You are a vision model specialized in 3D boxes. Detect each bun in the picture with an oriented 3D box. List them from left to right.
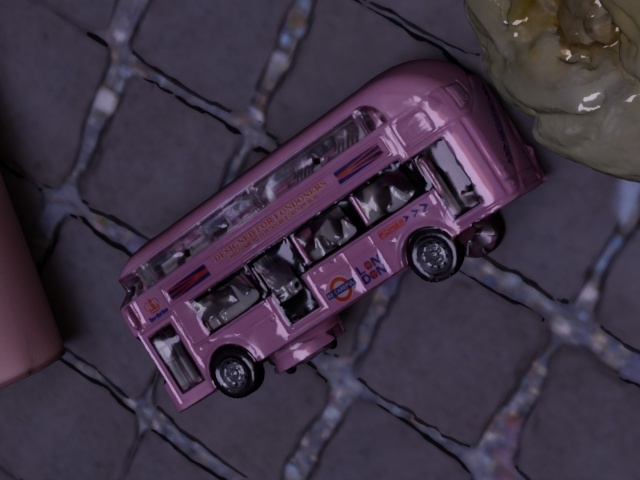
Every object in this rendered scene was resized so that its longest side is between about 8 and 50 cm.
[{"bbox_3d":[0.111,-0.093,0.544,0.188,0.111,0.164,-124,29,-49],"label":"bun"}]

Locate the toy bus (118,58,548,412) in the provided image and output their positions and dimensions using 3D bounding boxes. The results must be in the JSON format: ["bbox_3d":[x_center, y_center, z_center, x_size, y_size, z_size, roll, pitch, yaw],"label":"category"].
[{"bbox_3d":[0.000,0.000,0.700,0.203,0.063,0.090,-35,86,29],"label":"toy bus"}]

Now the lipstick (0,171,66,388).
[{"bbox_3d":[-0.219,-0.082,0.769,0.087,0.087,0.327,-14,100,30],"label":"lipstick"}]
